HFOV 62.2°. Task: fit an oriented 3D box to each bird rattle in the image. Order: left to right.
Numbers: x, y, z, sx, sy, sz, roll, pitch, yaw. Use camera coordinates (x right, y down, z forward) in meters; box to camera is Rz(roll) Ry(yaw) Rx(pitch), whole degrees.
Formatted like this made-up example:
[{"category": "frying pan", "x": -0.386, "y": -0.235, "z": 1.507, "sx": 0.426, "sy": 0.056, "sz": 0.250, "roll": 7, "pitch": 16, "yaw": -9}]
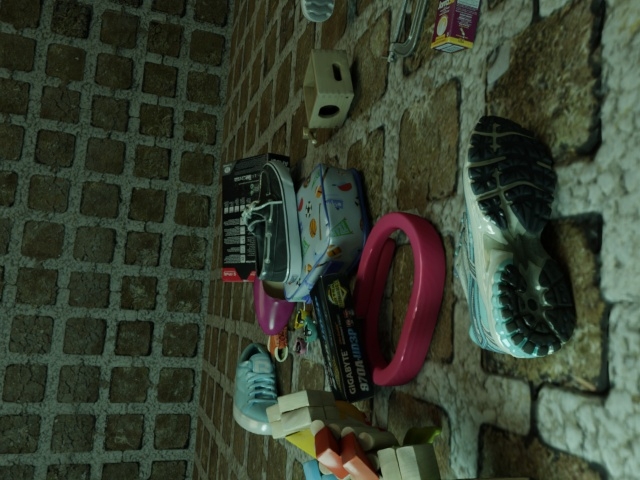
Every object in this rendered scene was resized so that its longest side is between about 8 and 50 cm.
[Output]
[{"category": "bird rattle", "x": 0.052, "y": 0.289, "z": 0.809, "sx": 0.143, "sy": 0.207, "sz": 0.253, "roll": -57, "pitch": 21, "yaw": -11}]

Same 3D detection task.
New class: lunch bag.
[{"category": "lunch bag", "x": 0.000, "y": 0.000, "z": 1.157, "sx": 0.303, "sy": 0.115, "sz": 0.243, "roll": 122, "pitch": 145, "yaw": -50}]

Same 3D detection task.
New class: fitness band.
[{"category": "fitness band", "x": 0.119, "y": 0.096, "z": 0.875, "sx": 0.209, "sy": 0.054, "sz": 0.290, "roll": -132, "pitch": 50, "yaw": -65}]

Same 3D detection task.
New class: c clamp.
[{"category": "c clamp", "x": 0.153, "y": -0.404, "z": 0.976, "sx": 0.137, "sy": 0.022, "sz": 0.160, "roll": -117, "pitch": 37, "yaw": -57}]

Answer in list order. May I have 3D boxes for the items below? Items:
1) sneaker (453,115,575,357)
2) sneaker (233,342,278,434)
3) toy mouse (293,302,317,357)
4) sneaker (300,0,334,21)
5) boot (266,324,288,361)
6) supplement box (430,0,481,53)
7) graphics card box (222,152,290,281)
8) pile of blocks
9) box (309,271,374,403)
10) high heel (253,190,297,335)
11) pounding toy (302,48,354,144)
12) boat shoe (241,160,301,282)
[{"category": "sneaker", "x": 0.194, "y": -0.006, "z": 0.614, "sx": 0.122, "sy": 0.110, "sz": 0.282, "roll": 138, "pitch": 135, "yaw": -67}, {"category": "sneaker", "x": -0.185, "y": 0.408, "z": 1.518, "sx": 0.366, "sy": 0.135, "sz": 0.150, "roll": -142, "pitch": 57, "yaw": -67}, {"category": "toy mouse", "x": -0.034, "y": 0.235, "z": 1.297, "sx": 0.143, "sy": 0.031, "sz": 0.160, "roll": -112, "pitch": 33, "yaw": -54}, {"category": "sneaker", "x": -0.015, "y": -0.654, "z": 1.234, "sx": 0.115, "sy": 0.105, "sz": 0.281, "roll": -141, "pitch": 58, "yaw": -68}, {"category": "boot", "x": -0.112, "y": 0.260, "z": 1.482, "sx": 0.084, "sy": 0.059, "sz": 0.157, "roll": -135, "pitch": 45, "yaw": -62}, {"category": "supplement box", "x": 0.201, "y": -0.326, "z": 0.785, "sx": 0.055, "sy": 0.043, "sz": 0.083, "roll": -153, "pitch": 71, "yaw": -71}, {"category": "graphics card box", "x": -0.195, "y": -0.061, "z": 1.582, "sx": 0.233, "sy": 0.094, "sz": 0.370, "roll": -5, "pitch": 86, "yaw": 45}, {"category": "pile of blocks", "x": 0.064, "y": 0.281, "z": 0.598, "sx": 0.362, "sy": 0.113, "sz": 0.148, "roll": 15, "pitch": 80, "yaw": 31}, {"category": "box", "x": 0.034, "y": 0.181, "z": 0.973, "sx": 0.175, "sy": 0.051, "sz": 0.220, "roll": 118, "pitch": 141, "yaw": -74}, {"category": "high heel", "x": -0.098, "y": 0.057, "z": 1.376, "sx": 0.181, "sy": 0.127, "sz": 0.376, "roll": 138, "pitch": 138, "yaw": -75}, {"category": "pounding toy", "x": 0.016, "y": -0.306, "z": 1.246, "sx": 0.206, "sy": 0.094, "sz": 0.180, "roll": 115, "pitch": 150, "yaw": -64}, {"category": "boat shoe", "x": -0.118, "y": -0.048, "z": 1.163, "sx": 0.113, "sy": 0.105, "sz": 0.306, "roll": 133, "pitch": 135, "yaw": -56}]
